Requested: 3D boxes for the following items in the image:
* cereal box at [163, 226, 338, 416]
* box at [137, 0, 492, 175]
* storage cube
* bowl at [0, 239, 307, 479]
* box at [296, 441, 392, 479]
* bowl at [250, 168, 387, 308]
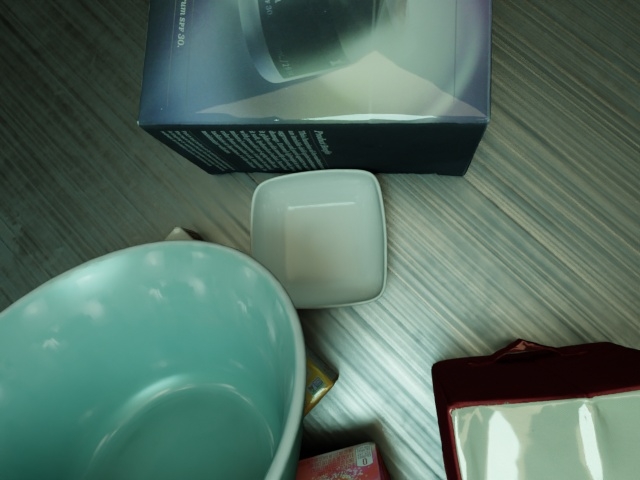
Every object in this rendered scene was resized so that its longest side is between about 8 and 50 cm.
[{"bbox_3d":[-0.124,0.126,0.527,0.240,0.047,0.173,42,93,12],"label":"cereal box"},{"bbox_3d":[0.008,-0.227,0.480,0.294,0.183,0.296,1,84,9],"label":"box"},{"bbox_3d":[0.197,0.192,0.390,0.183,0.193,0.215,-9,83,9],"label":"storage cube"},{"bbox_3d":[-0.140,0.162,0.382,0.311,0.163,0.312,-10,43,10],"label":"bowl"},{"bbox_3d":[-0.046,0.298,0.433,0.256,0.123,0.128,-18,113,7],"label":"box"},{"bbox_3d":[0.000,0.000,0.518,0.142,0.053,0.142,-4,83,9],"label":"bowl"}]
